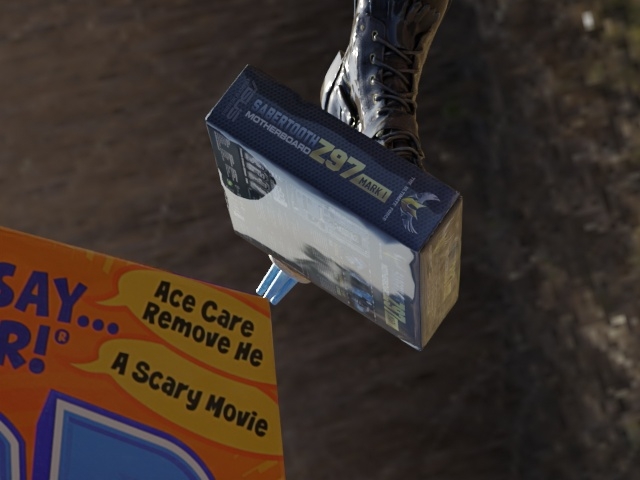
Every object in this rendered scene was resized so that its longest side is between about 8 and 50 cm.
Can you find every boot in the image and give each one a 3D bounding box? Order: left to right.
[{"bbox_3d":[0.066,-0.117,1.664,0.229,0.091,0.263,-95,19,-49],"label":"boot"}]

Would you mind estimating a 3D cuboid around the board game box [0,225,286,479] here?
[{"bbox_3d":[-0.249,0.207,0.723,0.356,0.356,0.356,-30,55,41],"label":"board game box"}]

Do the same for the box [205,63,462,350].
[{"bbox_3d":[0.014,-0.019,1.450,0.183,0.059,0.233,33,165,15],"label":"box"}]

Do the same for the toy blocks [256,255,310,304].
[{"bbox_3d":[0.000,0.000,1.974,0.054,0.123,0.148,42,108,12],"label":"toy blocks"}]
